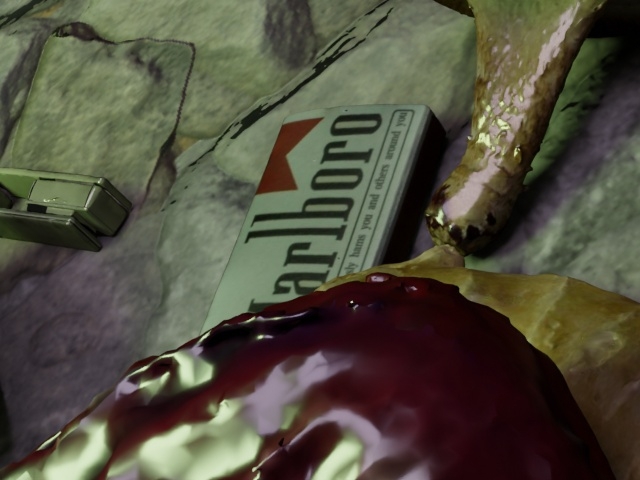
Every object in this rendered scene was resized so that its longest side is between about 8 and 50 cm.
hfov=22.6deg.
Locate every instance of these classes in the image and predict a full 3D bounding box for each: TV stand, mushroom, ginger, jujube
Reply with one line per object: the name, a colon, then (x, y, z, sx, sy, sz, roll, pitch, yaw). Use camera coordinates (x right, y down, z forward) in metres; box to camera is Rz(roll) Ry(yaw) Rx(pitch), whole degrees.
TV stand: (-0.241, -0.029, 1.165, 0.249, 0.036, 0.042, 7, 63, 39)
mushroom: (0.123, -0.093, 0.909, 0.227, 0.148, 0.217, 1, 76, 48)
ginger: (0.106, 0.069, 0.800, 0.295, 0.086, 0.131, 15, 71, 43)
jujube: (-0.039, 0.179, 0.699, 0.377, 0.258, 0.258, -37, 43, 11)

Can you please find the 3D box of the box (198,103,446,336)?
box: (0.000, 0.000, 0.968, 0.115, 0.036, 0.177, -1, 57, 36)
